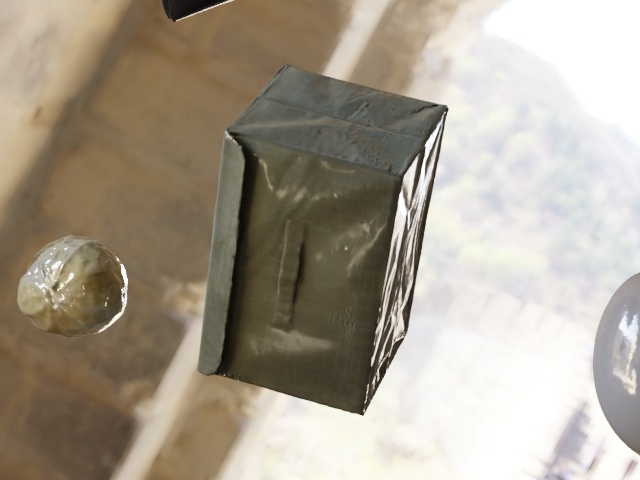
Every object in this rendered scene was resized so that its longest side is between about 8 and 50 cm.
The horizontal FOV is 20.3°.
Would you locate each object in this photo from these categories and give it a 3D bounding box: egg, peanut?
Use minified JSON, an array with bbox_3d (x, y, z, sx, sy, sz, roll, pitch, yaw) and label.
[{"bbox_3d":[0.412,0.147,2.143,0.176,0.232,0.176,-10,-14,-2],"label":"egg"},{"bbox_3d":[-0.231,0.043,1.672,0.090,0.098,0.214,49,-5,-7],"label":"peanut"}]

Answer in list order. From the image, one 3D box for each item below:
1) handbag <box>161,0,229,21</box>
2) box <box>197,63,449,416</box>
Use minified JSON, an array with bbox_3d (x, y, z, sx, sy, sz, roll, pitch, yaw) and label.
[{"bbox_3d":[-0.085,-0.392,2.130,0.113,0.257,0.285,74,4,-45],"label":"handbag"},{"bbox_3d":[0.000,0.000,1.475,0.149,0.231,0.155,15,29,12],"label":"box"}]
